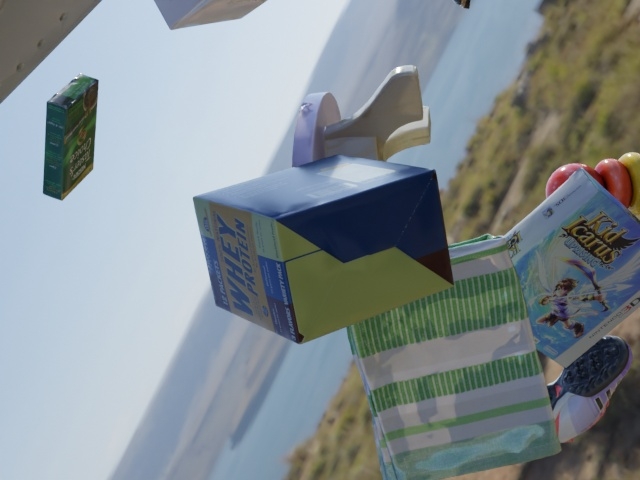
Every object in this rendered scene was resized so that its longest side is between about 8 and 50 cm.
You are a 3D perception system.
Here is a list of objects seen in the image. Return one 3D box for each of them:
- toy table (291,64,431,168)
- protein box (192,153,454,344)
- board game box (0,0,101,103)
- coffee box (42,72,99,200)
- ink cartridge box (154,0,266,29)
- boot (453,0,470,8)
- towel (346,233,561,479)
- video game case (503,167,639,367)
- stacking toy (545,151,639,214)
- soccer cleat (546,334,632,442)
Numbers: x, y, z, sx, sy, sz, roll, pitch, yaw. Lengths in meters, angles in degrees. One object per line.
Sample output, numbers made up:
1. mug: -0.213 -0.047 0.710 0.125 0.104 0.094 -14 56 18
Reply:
1. toy table: 0.064 -0.100 1.453 0.274 0.161 0.252 -84 -15 -45
2. protein box: 0.000 0.000 1.210 0.201 0.200 0.135 16 120 59
3. board game box: -0.376 -0.289 1.162 0.390 0.050 0.390 -51 -15 -19
4. coffee box: -0.407 -0.169 1.806 0.113 0.040 0.184 -59 -14 -53
5. ink cartridge box: -0.178 -0.414 1.489 0.100 0.237 0.172 -30 -3 36
6. boot: 0.176 -0.445 1.808 0.198 0.137 0.076 -95 12 -51
7. towel: 0.170 0.168 1.483 0.038 0.248 0.324 -87 -18 -76
8. video game case: 0.373 0.049 1.633 0.244 0.269 0.061 -44 41 16
9. stacking toy: 0.505 -0.093 1.698 0.141 0.330 0.141 174 90 -82
10. soccer cleat: 0.503 0.285 2.079 0.318 0.116 0.108 124 155 -43
